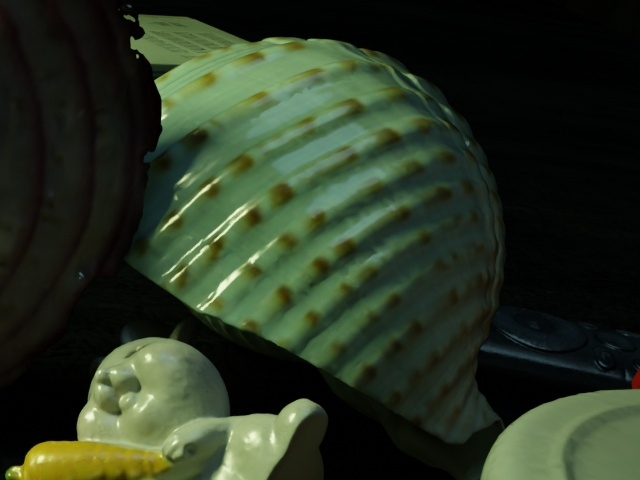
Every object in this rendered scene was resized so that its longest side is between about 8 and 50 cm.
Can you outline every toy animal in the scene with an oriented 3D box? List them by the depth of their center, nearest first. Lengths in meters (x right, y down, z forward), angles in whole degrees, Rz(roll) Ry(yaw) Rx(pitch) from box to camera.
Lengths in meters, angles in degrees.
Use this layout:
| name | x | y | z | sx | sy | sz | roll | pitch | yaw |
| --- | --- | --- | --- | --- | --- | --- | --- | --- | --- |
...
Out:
| name | x | y | z | sx | sy | sz | roll | pitch | yaw |
| --- | --- | --- | --- | --- | --- | --- | --- | --- | --- |
| toy animal | -0.087 | 0.104 | 0.908 | 0.181 | 0.131 | 0.127 | 35 | -7 | 34 |

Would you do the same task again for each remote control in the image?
| name | x | y | z | sx | sy | sz | roll | pitch | yaw |
| --- | --- | --- | --- | --- | --- | --- | --- | --- | --- |
| remote control | 0.230 | 0.096 | 1.244 | 0.377 | 0.044 | 0.107 | 13 | 13 | -7 |

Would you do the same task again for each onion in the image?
| name | x | y | z | sx | sy | sz | roll | pitch | yaw |
| --- | --- | --- | --- | --- | --- | --- | --- | --- | --- |
| onion | -0.242 | -0.045 | 0.921 | 0.280 | 0.314 | 0.146 | 17 | -3 | -26 |

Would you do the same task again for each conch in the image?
| name | x | y | z | sx | sy | sz | roll | pitch | yaw |
| --- | --- | --- | --- | --- | --- | --- | --- | --- | --- |
| conch | 0.005 | -0.016 | 1.061 | 0.319 | 0.215 | 0.303 | 29 | 3 | 32 |

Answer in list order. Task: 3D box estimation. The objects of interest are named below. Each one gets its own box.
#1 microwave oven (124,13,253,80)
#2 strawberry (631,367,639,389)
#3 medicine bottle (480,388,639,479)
| name | x | y | z | sx | sy | sz | roll | pitch | yaw |
| --- | --- | --- | --- | --- | --- | --- | --- | --- | --- |
| microwave oven | -0.150 | -0.098 | 1.383 | 0.194 | 0.145 | 0.240 | 30 | 22 | 36 |
| strawberry | 0.310 | 0.066 | 0.873 | 0.317 | 0.345 | 0.295 | 2 | 19 | -36 |
| medicine bottle | 0.131 | 0.192 | 0.500 | 0.237 | 0.232 | 0.238 | 13 | 15 | -4 |
